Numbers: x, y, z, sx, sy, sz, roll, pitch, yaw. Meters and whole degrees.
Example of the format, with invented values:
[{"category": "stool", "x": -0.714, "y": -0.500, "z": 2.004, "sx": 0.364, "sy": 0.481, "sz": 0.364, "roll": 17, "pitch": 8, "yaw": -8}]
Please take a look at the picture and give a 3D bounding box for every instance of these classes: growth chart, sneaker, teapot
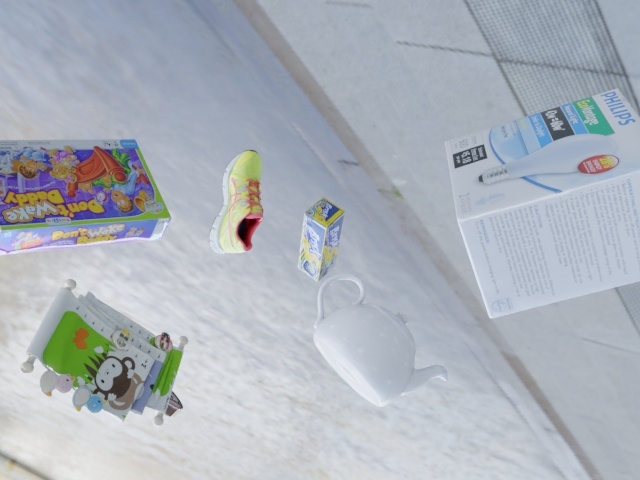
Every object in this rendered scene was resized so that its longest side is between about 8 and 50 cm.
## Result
[{"category": "growth chart", "x": -0.288, "y": 0.162, "z": 1.041, "sx": 0.021, "sy": 0.172, "sz": 0.237, "roll": -23, "pitch": 135, "yaw": 34}, {"category": "sneaker", "x": -0.139, "y": -0.070, "z": 1.452, "sx": 0.094, "sy": 0.208, "sz": 0.081, "roll": 12, "pitch": 179, "yaw": 40}, {"category": "teapot", "x": 0.118, "y": 0.225, "z": 1.688, "sx": 0.252, "sy": 0.187, "sz": 0.256, "roll": 28, "pitch": 157, "yaw": 50}]

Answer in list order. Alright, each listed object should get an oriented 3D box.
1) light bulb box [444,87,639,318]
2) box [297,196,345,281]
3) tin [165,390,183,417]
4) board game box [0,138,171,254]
[{"category": "light bulb box", "x": 0.447, "y": -0.079, "z": 1.430, "sx": 0.361, "sy": 0.358, "sz": 0.225, "roll": -17, "pitch": 118, "yaw": 13}, {"category": "box", "x": 0.000, "y": 0.000, "z": 1.438, "sx": 0.054, "sy": 0.059, "sz": 0.169, "roll": 34, "pitch": 145, "yaw": 20}, {"category": "tin", "x": -0.384, "y": 0.342, "z": 1.730, "sx": 0.106, "sy": 0.040, "sz": 0.189, "roll": 48, "pitch": 179, "yaw": 40}, {"category": "board game box", "x": -0.512, "y": -0.098, "z": 1.558, "sx": 0.347, "sy": 0.233, "sz": 0.078, "roll": -7, "pitch": 145, "yaw": -38}]
